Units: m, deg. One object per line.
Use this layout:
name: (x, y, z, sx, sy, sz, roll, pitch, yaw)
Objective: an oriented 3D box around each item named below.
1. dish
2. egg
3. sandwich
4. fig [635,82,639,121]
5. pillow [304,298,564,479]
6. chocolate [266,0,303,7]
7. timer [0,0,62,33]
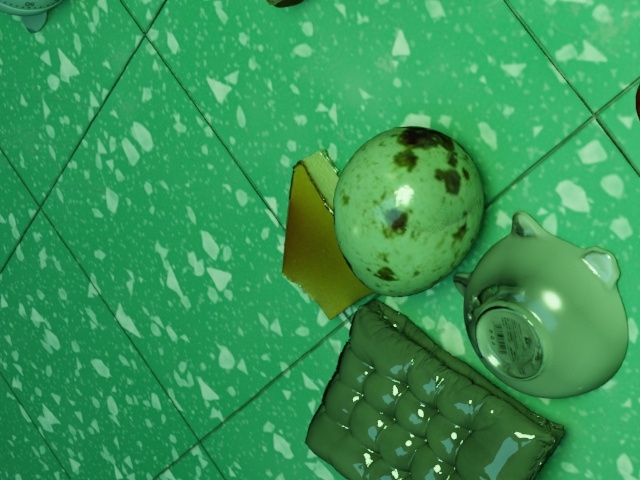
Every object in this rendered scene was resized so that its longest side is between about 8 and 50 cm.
dish: (0.224, 0.093, 1.241, 0.228, 0.086, 0.236, 32, 130, 29)
egg: (0.096, -0.026, 1.243, 0.169, 0.169, 0.231, 38, 144, 24)
sandwich: (0.000, 0.000, 1.432, 0.193, 0.058, 0.162, 57, 139, 2)
fig: (0.368, -0.132, 0.989, 0.119, 0.153, 0.119, -172, 90, -76)
pillow: (0.126, 0.246, 1.353, 0.326, 0.101, 0.228, 33, 109, 35)
chocolate: (-0.013, -0.372, 1.218, 0.214, 0.093, 0.148, -35, 87, 49)
timer: (-0.439, -0.404, 1.606, 0.255, 0.175, 0.175, -159, 49, -73)
